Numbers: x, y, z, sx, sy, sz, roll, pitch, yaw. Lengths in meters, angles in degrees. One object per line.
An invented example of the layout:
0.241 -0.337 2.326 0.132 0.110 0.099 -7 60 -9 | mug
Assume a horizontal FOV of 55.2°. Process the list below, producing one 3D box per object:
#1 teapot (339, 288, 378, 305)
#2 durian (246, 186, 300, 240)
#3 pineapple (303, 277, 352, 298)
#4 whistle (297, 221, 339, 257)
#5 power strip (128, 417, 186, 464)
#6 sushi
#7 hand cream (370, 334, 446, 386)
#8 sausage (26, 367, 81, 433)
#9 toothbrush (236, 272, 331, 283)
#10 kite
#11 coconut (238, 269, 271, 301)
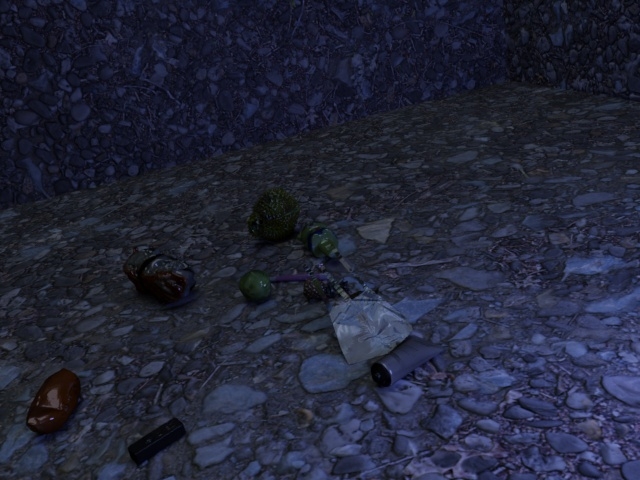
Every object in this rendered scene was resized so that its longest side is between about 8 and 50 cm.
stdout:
0.095 0.148 1.481 0.085 0.080 0.110 -26 27 -30 | teapot
-0.158 -0.078 2.041 0.146 0.159 0.198 7 61 57 | durian
0.019 0.127 1.604 0.124 0.058 0.058 -1 25 13 | pineapple
0.000 0.000 1.864 0.105 0.085 0.227 -25 25 -9 | whistle
-0.316 0.386 1.184 0.111 0.030 0.037 -29 29 -36 | power strip
-0.472 0.101 1.804 0.332 0.124 0.130 12 43 41 | sushi
0.172 0.245 1.265 0.087 0.054 0.186 17 29 41 | hand cream
-0.576 0.353 1.330 0.089 0.089 0.179 -8 26 7 | sausage
-0.107 0.108 1.747 0.286 0.020 0.025 -4 17 17 | toothbrush
0.080 0.140 1.421 0.169 0.015 0.310 -22 54 -11 | kite
-0.176 0.120 1.657 0.087 0.096 0.088 -10 40 8 | coconut
